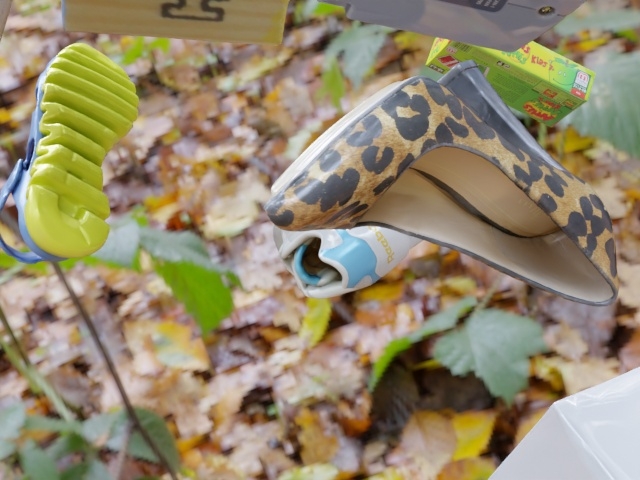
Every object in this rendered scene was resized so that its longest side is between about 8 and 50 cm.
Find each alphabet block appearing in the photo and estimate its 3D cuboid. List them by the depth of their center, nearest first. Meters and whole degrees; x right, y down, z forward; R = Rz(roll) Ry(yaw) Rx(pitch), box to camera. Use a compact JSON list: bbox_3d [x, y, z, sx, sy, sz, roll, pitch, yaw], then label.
[{"bbox_3d":[-0.122,-0.302,1.085,0.197,0.193,0.192,2,57,-9],"label":"alphabet block"}]

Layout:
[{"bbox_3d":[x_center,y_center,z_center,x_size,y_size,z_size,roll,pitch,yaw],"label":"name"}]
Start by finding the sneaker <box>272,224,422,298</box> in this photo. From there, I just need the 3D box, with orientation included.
[{"bbox_3d":[0.000,0.000,1.093,0.092,0.087,0.229,-40,11,-19],"label":"sneaker"}]

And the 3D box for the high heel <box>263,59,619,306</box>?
[{"bbox_3d":[0.087,-0.006,0.747,0.093,0.186,0.261,-41,-7,39],"label":"high heel"}]

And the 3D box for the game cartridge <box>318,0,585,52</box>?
[{"bbox_3d":[0.129,-0.239,0.860,0.198,0.297,0.062,6,64,-16],"label":"game cartridge"}]

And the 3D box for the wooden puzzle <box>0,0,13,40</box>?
[{"bbox_3d":[-0.347,-0.323,1.229,0.080,0.322,0.348,18,-4,-28],"label":"wooden puzzle"}]

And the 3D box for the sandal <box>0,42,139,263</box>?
[{"bbox_3d":[-0.301,-0.095,1.427,0.138,0.126,0.317,-32,35,39],"label":"sandal"}]

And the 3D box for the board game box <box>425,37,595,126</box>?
[{"bbox_3d":[0.231,-0.209,1.519,0.043,0.181,0.092,-70,11,-21],"label":"board game box"}]

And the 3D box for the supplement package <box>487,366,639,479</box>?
[{"bbox_3d":[0.248,0.245,1.037,0.149,0.203,0.194,-15,57,-39],"label":"supplement package"}]
